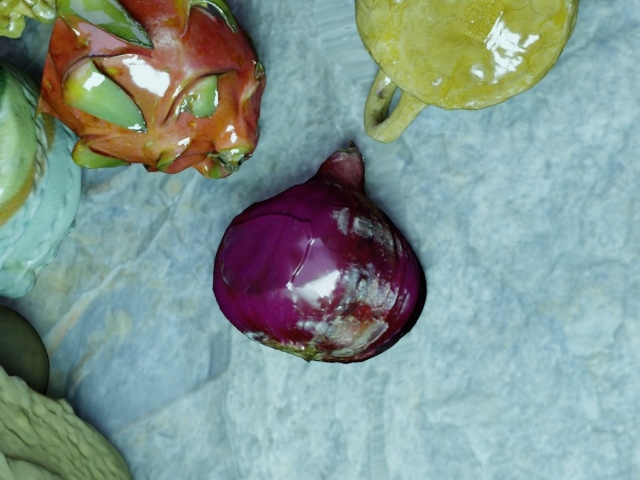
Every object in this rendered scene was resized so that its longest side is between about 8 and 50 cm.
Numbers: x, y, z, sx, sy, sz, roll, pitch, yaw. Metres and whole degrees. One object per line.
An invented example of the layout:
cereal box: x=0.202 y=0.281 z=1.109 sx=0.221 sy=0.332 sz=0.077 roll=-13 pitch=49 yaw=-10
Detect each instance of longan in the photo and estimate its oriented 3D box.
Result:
longan: x=-0.354 y=0.139 z=1.312 sx=0.187 sy=0.167 sz=0.167 roll=-34 pitch=60 yaw=45

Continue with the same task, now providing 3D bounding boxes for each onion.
onion: x=0.000 y=0.000 z=1.228 sx=0.195 sy=0.140 sz=0.218 roll=5 pitch=73 yaw=32

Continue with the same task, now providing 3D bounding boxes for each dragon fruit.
dragon fruit: x=-0.160 y=-0.163 z=1.289 sx=0.227 sy=0.224 sz=0.224 roll=15 pitch=80 yaw=2

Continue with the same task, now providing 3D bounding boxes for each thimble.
thimble: x=-0.388 y=-0.072 z=1.392 sx=0.254 sy=0.167 sz=0.288 roll=-34 pitch=64 yaw=12

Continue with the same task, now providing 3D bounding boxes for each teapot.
teapot: x=0.123 y=-0.228 z=1.223 sx=0.311 sy=0.203 sz=0.167 roll=-59 pitch=23 yaw=29

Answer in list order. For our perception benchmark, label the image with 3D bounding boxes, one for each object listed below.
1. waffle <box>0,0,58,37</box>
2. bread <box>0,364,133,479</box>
waffle: x=-0.351 y=-0.316 z=1.313 sx=0.243 sy=0.059 sz=0.238 roll=0 pitch=93 yaw=12
bread: x=-0.358 y=0.300 z=1.142 sx=0.390 sy=0.371 sz=0.279 roll=-37 pitch=54 yaw=13
